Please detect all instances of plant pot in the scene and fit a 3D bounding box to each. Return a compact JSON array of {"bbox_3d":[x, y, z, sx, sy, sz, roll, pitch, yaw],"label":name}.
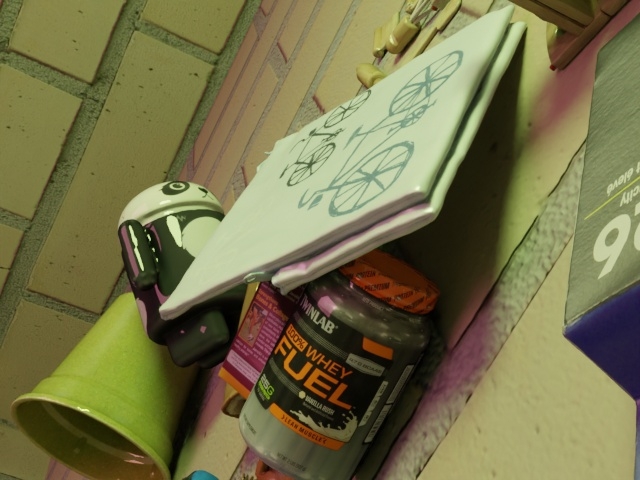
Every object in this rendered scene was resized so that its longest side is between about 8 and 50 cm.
[{"bbox_3d":[-0.316,0.235,1.477,0.276,0.276,0.254,-45,15,52],"label":"plant pot"}]

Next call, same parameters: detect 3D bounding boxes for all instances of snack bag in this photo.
[{"bbox_3d":[0.016,-0.063,0.842,0.342,0.037,0.323,-26,24,39],"label":"snack bag"}]

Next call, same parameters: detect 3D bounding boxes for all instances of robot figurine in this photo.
[{"bbox_3d":[-0.195,0.045,1.331,0.209,0.173,0.278,102,148,-64],"label":"robot figurine"}]

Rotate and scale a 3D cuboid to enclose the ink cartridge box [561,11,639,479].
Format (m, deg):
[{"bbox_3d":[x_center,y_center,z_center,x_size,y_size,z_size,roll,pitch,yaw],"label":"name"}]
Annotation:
[{"bbox_3d":[0.226,-0.061,0.386,0.303,0.072,0.307,-45,20,50],"label":"ink cartridge box"}]

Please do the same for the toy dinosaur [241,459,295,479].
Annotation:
[{"bbox_3d":[-0.034,0.236,0.895,0.211,0.064,0.112,122,146,-58],"label":"toy dinosaur"}]

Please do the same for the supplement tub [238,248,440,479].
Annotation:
[{"bbox_3d":[0.018,0.104,0.772,0.190,0.117,0.117,-63,16,13],"label":"supplement tub"}]

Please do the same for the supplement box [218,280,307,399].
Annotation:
[{"bbox_3d":[-0.011,0.080,0.899,0.104,0.081,0.188,30,98,45],"label":"supplement box"}]

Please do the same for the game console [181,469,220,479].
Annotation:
[{"bbox_3d":[-0.079,0.366,0.648,0.173,0.250,0.293,-34,26,13],"label":"game console"}]

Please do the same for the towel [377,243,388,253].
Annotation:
[{"bbox_3d":[0.000,0.000,0.988,0.152,0.023,0.113,-29,57,28],"label":"towel"}]

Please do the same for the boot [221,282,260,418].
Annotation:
[{"bbox_3d":[-0.029,0.056,1.073,0.236,0.089,0.270,131,154,-52],"label":"boot"}]

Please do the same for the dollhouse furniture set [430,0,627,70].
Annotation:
[{"bbox_3d":[0.179,-0.262,0.740,0.129,0.129,0.184,-50,23,45],"label":"dollhouse furniture set"}]

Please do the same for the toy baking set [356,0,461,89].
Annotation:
[{"bbox_3d":[0.108,-0.279,1.171,0.197,0.030,0.256,-61,17,18],"label":"toy baking set"}]
